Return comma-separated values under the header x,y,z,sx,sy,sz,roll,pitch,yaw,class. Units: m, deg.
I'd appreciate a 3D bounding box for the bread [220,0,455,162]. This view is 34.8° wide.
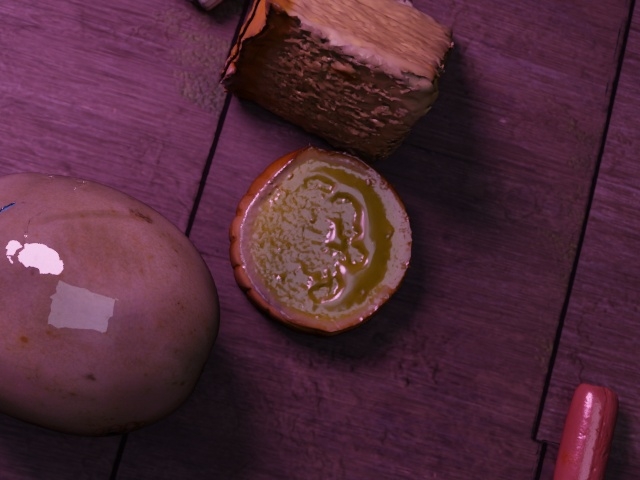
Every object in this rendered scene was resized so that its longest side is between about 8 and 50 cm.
x,y,z,sx,sy,sz,roll,pitch,yaw,class
0.046,-0.253,1.180,0.248,0.315,0.279,32,70,-6,bread

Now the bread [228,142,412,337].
x,y,z,sx,sy,sz,roll,pitch,yaw,class
0.000,0.000,1.248,0.236,0.070,0.236,1,82,-10,bread

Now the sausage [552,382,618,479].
x,y,z,sx,sy,sz,roll,pitch,yaw,class
0.332,0.257,1.279,0.062,0.062,0.154,17,80,-8,sausage

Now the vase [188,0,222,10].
x,y,z,sx,sy,sz,roll,pitch,yaw,class
-0.090,-0.396,1.266,0.128,0.128,0.248,39,86,-3,vase

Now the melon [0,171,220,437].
x,y,z,sx,sy,sz,roll,pitch,yaw,class
-0.272,0.066,1.085,0.330,0.268,0.268,22,78,-2,melon
